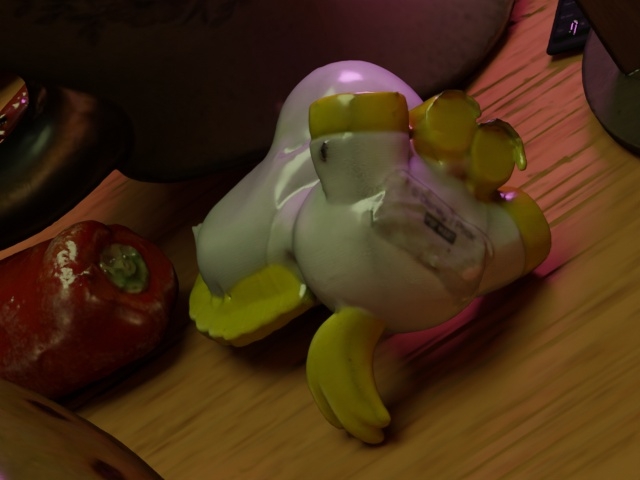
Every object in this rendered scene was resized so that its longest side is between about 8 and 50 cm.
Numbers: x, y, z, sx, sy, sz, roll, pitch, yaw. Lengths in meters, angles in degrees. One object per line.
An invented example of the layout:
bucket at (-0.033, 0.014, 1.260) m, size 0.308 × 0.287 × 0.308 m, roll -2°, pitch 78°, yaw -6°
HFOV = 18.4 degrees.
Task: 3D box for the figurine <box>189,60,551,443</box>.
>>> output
figurine at (0.003, -0.007, 0.765) m, size 0.129 × 0.109 × 0.178 m, roll -61°, pitch 30°, yaw 1°

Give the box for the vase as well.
vase at (-0.116, -0.128, 0.846) m, size 0.329 × 0.302 × 0.241 m, roll -45°, pitch 33°, yaw -7°

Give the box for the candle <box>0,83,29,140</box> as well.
candle at (-0.148, -0.090, 1.079) m, size 0.026 × 0.021 × 0.167 m, roll 3°, pitch 48°, yaw 47°

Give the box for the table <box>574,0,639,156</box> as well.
table at (0.120, -0.161, 0.702) m, size 0.167 × 0.226 × 0.167 m, roll -25°, pitch 37°, yaw 21°

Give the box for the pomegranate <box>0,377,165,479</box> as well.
pomegranate at (-0.125, 0.180, 0.545) m, size 0.286 × 0.231 × 0.231 m, roll -61°, pitch 27°, yaw 16°

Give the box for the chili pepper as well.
chili pepper at (-0.121, 0.034, 0.843) m, size 0.123 × 0.073 × 0.070 m, roll -18°, pitch 76°, yaw 30°

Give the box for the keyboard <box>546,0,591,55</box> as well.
keyboard at (0.187, -0.123, 0.808) m, size 0.202 × 0.011 × 0.067 m, roll -14°, pitch 38°, yaw 32°
